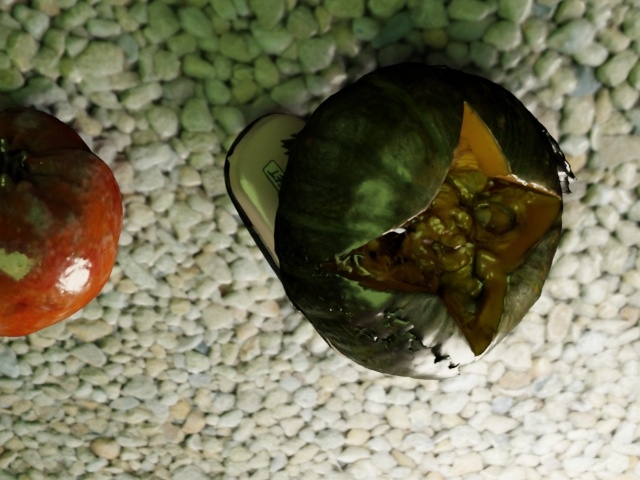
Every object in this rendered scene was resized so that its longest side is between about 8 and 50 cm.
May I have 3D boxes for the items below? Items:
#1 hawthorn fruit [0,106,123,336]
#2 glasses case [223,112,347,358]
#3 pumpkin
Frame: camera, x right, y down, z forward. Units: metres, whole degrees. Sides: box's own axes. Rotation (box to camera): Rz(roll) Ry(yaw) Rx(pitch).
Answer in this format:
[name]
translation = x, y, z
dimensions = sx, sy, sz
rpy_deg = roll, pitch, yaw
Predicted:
[hawthorn fruit]
translation = -0.330, 0.000, 1.098
dimensions = 0.242, 0.241, 0.271
rpy_deg = 10, 140, -3
[glasses case]
translation = 0.000, 0.000, 1.128
dimensions = 0.075, 0.122, 0.314
rpy_deg = 12, 140, 52
[pumpkin]
translation = 0.099, -0.022, 1.018
dimensions = 0.321, 0.192, 0.320
rpy_deg = -9, 108, -28
